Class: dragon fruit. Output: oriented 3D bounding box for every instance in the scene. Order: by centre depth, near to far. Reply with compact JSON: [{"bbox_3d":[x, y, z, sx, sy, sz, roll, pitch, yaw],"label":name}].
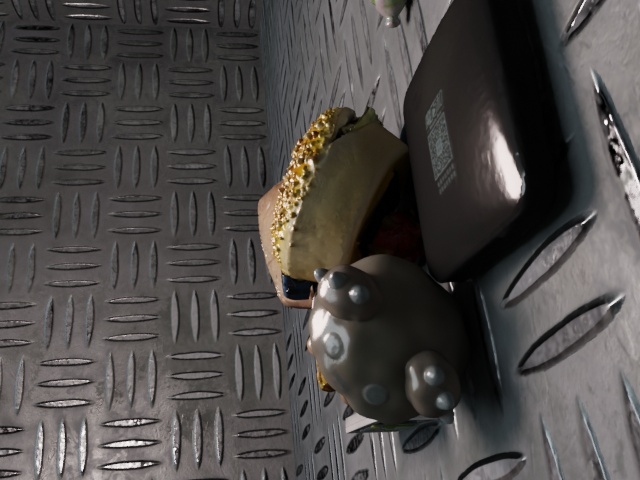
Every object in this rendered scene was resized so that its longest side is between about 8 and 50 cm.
[{"bbox_3d":[0.127,0.014,1.069,0.068,0.126,0.112,26,120,28],"label":"dragon fruit"}]

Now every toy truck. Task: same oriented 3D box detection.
[{"bbox_3d":[0.023,0.063,1.294,0.074,0.202,0.088,-104,12,-50],"label":"toy truck"}]

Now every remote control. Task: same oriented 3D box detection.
[{"bbox_3d":[0.112,0.296,1.117,0.250,0.103,0.034,117,152,-67],"label":"remote control"}]

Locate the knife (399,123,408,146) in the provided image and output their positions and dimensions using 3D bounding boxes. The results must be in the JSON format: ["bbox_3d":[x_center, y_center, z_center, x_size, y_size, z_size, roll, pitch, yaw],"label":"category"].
[{"bbox_3d":[0.129,-0.127,1.210,0.313,0.019,0.044,104,169,-57],"label":"knife"}]

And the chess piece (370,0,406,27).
[{"bbox_3d":[0.098,-0.484,1.090,0.139,0.139,0.271,-125,25,-72],"label":"chess piece"}]

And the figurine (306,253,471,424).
[{"bbox_3d":[0.091,0.143,0.970,0.248,0.203,0.380,51,173,8],"label":"figurine"}]

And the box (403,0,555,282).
[{"bbox_3d":[0.176,-0.114,0.801,0.290,0.073,0.289,115,152,-67],"label":"box"}]

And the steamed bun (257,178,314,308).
[{"bbox_3d":[0.000,0.000,1.481,0.251,0.199,0.301,-24,76,61],"label":"steamed bun"}]

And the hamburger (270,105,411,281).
[{"bbox_3d":[0.024,-0.067,1.093,0.302,0.170,0.302,-57,-15,-24],"label":"hamburger"}]

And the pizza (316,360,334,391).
[{"bbox_3d":[0.024,0.251,1.670,0.287,0.074,0.251,-107,19,-59],"label":"pizza"}]
